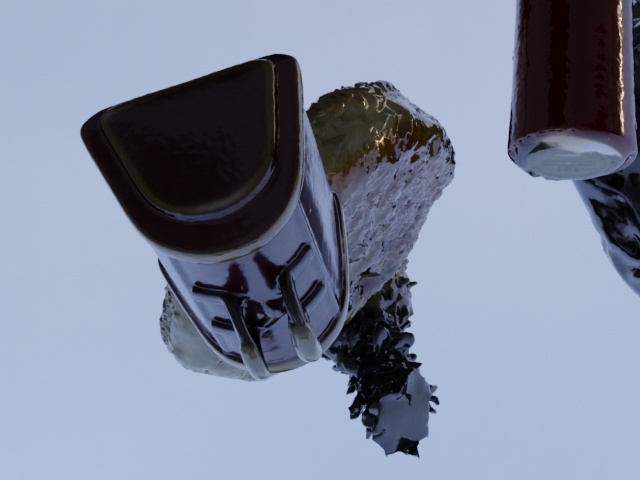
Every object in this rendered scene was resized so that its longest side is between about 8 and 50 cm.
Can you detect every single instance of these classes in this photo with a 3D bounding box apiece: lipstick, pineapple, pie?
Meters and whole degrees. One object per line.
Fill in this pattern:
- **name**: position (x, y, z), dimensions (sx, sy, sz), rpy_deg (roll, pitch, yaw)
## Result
- **lipstick**: position (0.155, -0.157, 0.842), dimensions (0.080, 0.080, 0.241), rpy_deg (-3, -110, 22)
- **pineapple**: position (0.036, 0.089, 1.367), dimensions (0.157, 0.158, 0.279), rpy_deg (-21, -130, -2)
- **pie**: position (0.000, 0.000, 1.148), dimensions (0.315, 0.315, 0.092), rpy_deg (-37, -112, -23)

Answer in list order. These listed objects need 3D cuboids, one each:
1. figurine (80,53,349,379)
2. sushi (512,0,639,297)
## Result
- **figurine**: position (-0.023, 0.011, 0.532), dimensions (0.082, 0.154, 0.098), rpy_deg (-22, -120, -1)
- **sushi**: position (0.352, -0.117, 1.258), dimensions (0.281, 0.294, 0.299), rpy_deg (-32, -172, 19)
